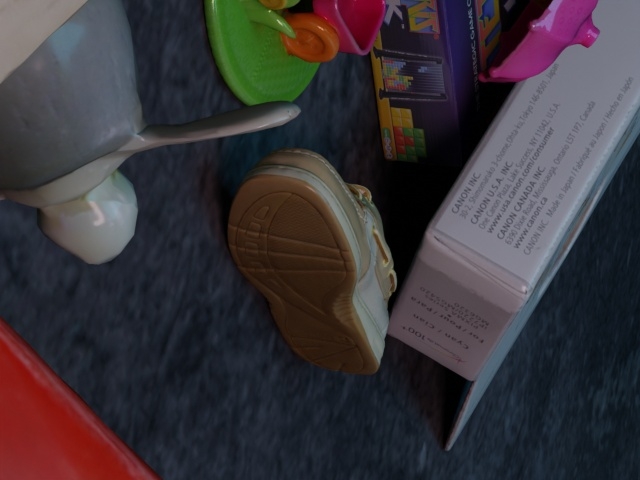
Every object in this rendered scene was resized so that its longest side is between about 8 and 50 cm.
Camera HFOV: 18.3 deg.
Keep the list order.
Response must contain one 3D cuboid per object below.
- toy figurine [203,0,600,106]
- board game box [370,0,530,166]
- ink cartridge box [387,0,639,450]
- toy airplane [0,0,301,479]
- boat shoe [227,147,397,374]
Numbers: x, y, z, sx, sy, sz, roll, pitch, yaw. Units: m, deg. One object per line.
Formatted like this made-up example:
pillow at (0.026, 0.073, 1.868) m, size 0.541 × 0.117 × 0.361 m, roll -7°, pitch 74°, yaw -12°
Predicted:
toy figurine at (0.043, -0.127, 0.843) m, size 0.130 × 0.159 × 0.173 m, roll -67°, pitch 151°, yaw -31°
board game box at (0.071, -0.146, 1.032) m, size 0.141 × 0.048 × 0.170 m, roll -54°, pitch 143°, yaw -48°
ink cartridge box at (0.134, -0.051, 1.114) m, size 0.296 × 0.066 × 0.261 m, roll -57°, pitch 173°, yaw -23°
toy airplane at (-0.161, 0.025, 0.386) m, size 0.386 × 0.272 × 0.384 m, roll 5°, pitch 75°, yaw -34°
boat shoe at (0.000, 0.000, 0.914) m, size 0.170 × 0.063 × 0.059 m, roll 74°, pitch 30°, yaw -58°
